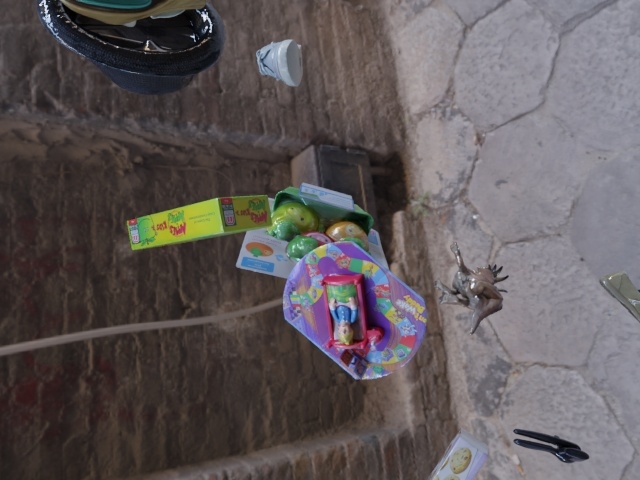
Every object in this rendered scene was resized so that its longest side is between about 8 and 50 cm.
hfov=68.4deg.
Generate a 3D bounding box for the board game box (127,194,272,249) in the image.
[{"bbox_3d":[-0.165,-0.023,0.636,0.181,0.092,0.043,-9,92,34],"label":"board game box"}]

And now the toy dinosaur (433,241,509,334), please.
[{"bbox_3d":[0.419,0.132,1.238,0.127,0.200,0.295,-58,16,27],"label":"toy dinosaur"}]

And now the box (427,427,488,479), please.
[{"bbox_3d":[0.230,0.538,0.959,0.067,0.063,0.324,32,96,17],"label":"box"}]

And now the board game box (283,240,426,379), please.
[{"bbox_3d":[0.032,0.085,0.526,0.169,0.033,0.133,40,112,5],"label":"board game box"}]

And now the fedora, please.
[{"bbox_3d":[-0.361,-0.393,0.931,0.152,0.334,0.334,120,140,-55],"label":"fedora"}]

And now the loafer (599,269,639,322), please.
[{"bbox_3d":[0.565,0.112,0.830,0.148,0.056,0.050,48,110,13],"label":"loafer"}]

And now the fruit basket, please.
[{"bbox_3d":[0.000,0.000,1.040,0.353,0.327,0.165,-93,20,-69],"label":"fruit basket"}]

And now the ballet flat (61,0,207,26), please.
[{"bbox_3d":[-0.244,-0.332,0.652,0.080,0.232,0.073,54,145,5],"label":"ballet flat"}]

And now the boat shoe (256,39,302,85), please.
[{"bbox_3d":[-0.079,-0.337,0.897,0.227,0.081,0.079,-84,-9,-68],"label":"boat shoe"}]

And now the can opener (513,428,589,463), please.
[{"bbox_3d":[0.585,0.522,1.211,0.073,0.186,0.059,103,-174,-49],"label":"can opener"}]
